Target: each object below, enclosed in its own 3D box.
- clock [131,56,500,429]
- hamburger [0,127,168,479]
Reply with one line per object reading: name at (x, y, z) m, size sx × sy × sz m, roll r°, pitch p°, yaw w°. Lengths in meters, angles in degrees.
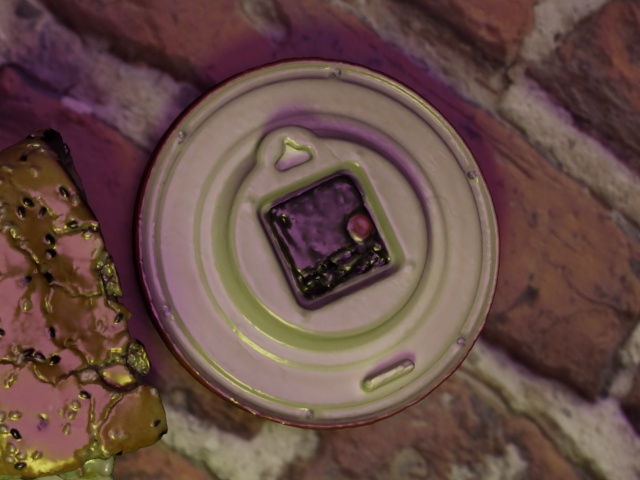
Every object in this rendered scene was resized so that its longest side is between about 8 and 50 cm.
clock at (0.000, 0.000, 1.487) m, size 0.318 × 0.080 × 0.318 m, roll 2°, pitch 82°, yaw -13°
hamburger at (-0.233, 0.068, 1.376) m, size 0.192 × 0.167 × 0.288 m, roll -20°, pitch 87°, yaw -17°
